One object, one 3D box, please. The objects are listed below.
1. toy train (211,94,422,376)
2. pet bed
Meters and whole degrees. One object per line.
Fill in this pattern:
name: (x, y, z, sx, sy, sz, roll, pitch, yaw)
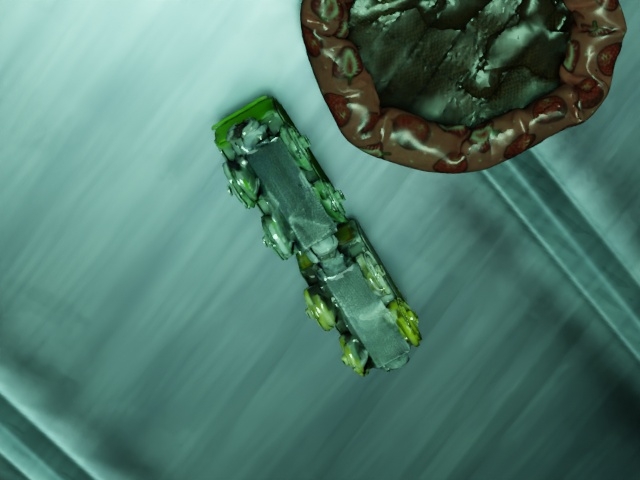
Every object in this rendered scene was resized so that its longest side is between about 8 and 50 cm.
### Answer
toy train: (0.000, 0.000, 0.757, 0.060, 0.081, 0.202, -29, 117, 7)
pet bed: (0.083, -0.132, 0.727, 0.201, 0.053, 0.201, 0, 107, 0)
